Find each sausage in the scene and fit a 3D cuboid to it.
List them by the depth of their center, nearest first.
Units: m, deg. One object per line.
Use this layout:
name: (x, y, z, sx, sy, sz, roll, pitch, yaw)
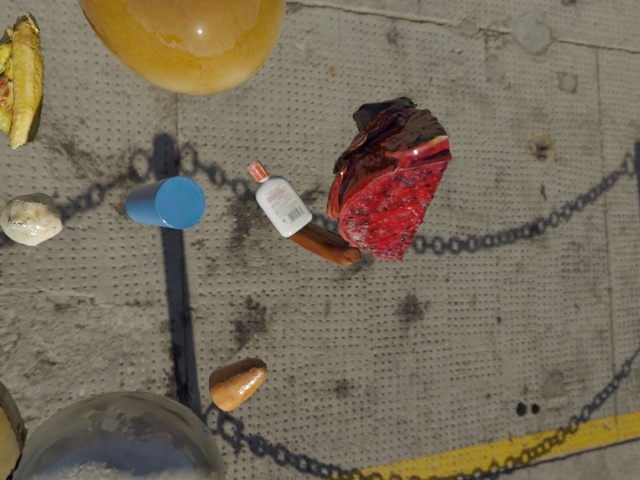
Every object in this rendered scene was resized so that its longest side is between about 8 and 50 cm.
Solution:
sausage: (0.000, 0.000, 1.434, 0.089, 0.300, 0.083, -3, 111, -46)

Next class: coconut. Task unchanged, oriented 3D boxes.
coconut: (-0.999, -0.075, 1.640, 0.195, 0.194, 0.194, 1, 88, -19)

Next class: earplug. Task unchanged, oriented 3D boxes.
earplug: (-0.435, -0.097, 1.271, 0.133, 0.273, 0.132, -2, 93, -43)

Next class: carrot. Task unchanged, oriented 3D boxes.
carrot: (-0.277, 0.492, 1.706, 0.225, 0.159, 0.159, -36, 102, 21)

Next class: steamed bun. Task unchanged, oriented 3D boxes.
steamed bun: (-0.301, 0.380, 0.680, 0.325, 0.206, 0.324, -1, 84, 12)

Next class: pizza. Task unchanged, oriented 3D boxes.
pizza: (-0.712, -0.327, 1.027, 0.288, 0.075, 0.279, -2, 91, 23)

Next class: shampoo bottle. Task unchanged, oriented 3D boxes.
shampoo bottle: (-0.121, -0.122, 1.313, 0.108, 0.051, 0.220, -38, 97, -17)

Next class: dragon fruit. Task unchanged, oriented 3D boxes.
dragon fruit: (0.082, -0.114, 0.774, 0.152, 0.317, 0.205, -2, 61, -3)

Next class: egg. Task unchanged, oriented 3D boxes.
egg: (-0.199, -0.371, 0.671, 0.283, 0.282, 0.351, -23, 64, -18)

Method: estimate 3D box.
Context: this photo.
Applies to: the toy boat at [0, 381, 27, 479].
toy boat: (-0.354, 0.258, 0.378, 0.122, 0.089, 0.321, 28, 81, -22)
